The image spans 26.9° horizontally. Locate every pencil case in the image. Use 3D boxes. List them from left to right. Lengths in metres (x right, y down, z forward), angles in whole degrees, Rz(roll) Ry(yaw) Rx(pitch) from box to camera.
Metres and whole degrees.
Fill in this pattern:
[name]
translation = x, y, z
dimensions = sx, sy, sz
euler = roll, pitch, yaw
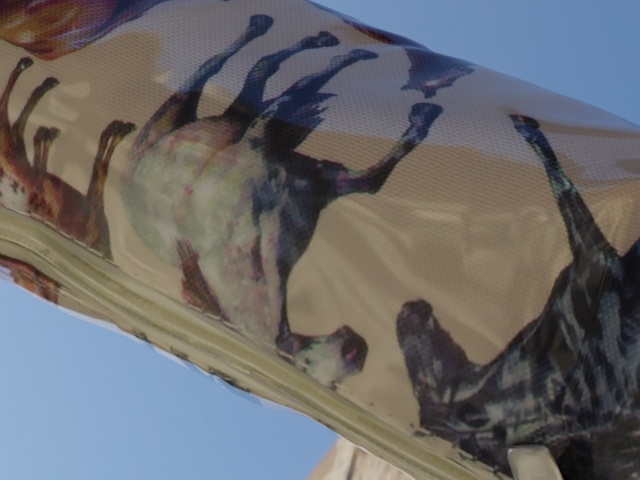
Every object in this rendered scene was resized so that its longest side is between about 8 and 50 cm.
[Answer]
[pencil case]
translation = 0.000, 0.000, 0.506
dimensions = 0.410, 0.183, 0.159
euler = 24, -51, 20
